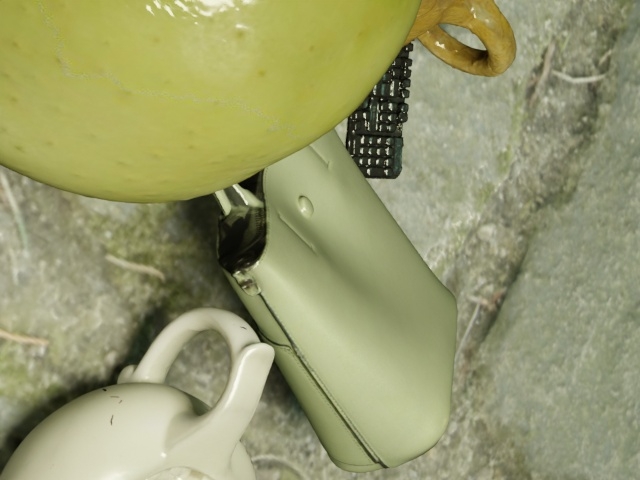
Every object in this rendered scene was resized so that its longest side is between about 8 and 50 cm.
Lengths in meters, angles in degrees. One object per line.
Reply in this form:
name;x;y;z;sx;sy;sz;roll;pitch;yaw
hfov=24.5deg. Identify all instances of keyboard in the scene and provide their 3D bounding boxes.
keyboard;0.051;-0.147;1.191;0.060;0.018;0.195;-2;98;-40

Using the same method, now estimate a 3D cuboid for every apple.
apple;-0.109;-0.205;0.810;0.357;0.357;0.357;-9;104;-42

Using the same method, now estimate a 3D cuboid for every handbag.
handbag;0.000;0.000;1.065;0.241;0.109;0.315;-82;150;-51

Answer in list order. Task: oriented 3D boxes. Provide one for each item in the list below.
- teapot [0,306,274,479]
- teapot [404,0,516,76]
teapot;-0.121;0.186;1.000;0.208;0.166;0.299;17;96;-32
teapot;0.058;-0.228;1.069;0.203;0.167;0.311;-52;125;-19
